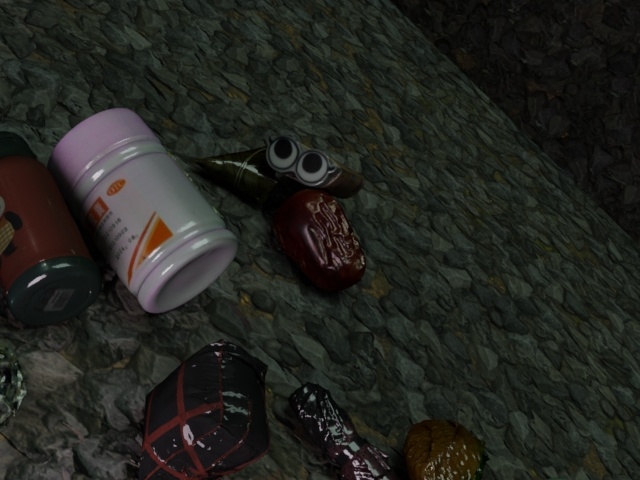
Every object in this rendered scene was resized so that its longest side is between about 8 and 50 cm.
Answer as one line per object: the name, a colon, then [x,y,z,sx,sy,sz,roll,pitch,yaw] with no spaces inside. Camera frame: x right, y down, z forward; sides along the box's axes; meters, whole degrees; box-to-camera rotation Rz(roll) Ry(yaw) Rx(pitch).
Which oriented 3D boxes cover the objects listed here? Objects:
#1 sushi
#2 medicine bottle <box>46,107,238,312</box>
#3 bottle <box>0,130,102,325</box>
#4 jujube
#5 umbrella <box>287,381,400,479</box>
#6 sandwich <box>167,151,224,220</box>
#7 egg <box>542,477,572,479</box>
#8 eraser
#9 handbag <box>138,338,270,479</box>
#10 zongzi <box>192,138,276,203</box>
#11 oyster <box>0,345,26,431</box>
sushi: [0.227,0.397,1.526,0.287,0.149,0.140,-125,-165,-83]
medicine bottle: [-0.310,-0.052,1.535,0.316,0.202,0.202,50,33,16]
bottle: [-0.472,-0.032,1.409,0.144,0.144,0.336,2,45,-45]
jujube: [0.000,0.000,1.855,0.155,0.155,0.230,-13,69,-52]
umbrella: [0.066,0.376,1.503,0.326,0.090,0.094,48,29,12]
sandwich: [-0.304,-0.080,1.719,0.193,0.058,0.162,49,35,12]
egg: [0.441,0.527,1.629,0.230,0.168,0.168,5,45,-50]
eraser: [-0.010,-0.160,1.977,0.171,0.087,0.290,25,4,15]
handbag: [-0.169,0.269,1.276,0.155,0.215,0.169,33,35,-26]
zongzi: [-0.183,-0.178,1.955,0.184,0.084,0.187,22,27,-9]
oyster: [-0.498,0.197,1.166,0.252,0.087,0.199,23,34,-47]
